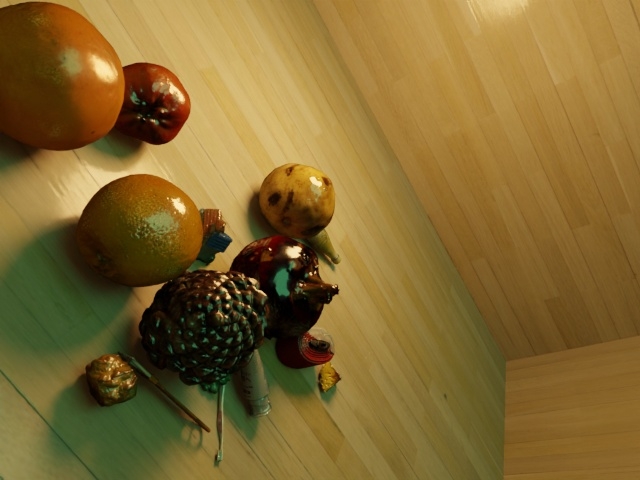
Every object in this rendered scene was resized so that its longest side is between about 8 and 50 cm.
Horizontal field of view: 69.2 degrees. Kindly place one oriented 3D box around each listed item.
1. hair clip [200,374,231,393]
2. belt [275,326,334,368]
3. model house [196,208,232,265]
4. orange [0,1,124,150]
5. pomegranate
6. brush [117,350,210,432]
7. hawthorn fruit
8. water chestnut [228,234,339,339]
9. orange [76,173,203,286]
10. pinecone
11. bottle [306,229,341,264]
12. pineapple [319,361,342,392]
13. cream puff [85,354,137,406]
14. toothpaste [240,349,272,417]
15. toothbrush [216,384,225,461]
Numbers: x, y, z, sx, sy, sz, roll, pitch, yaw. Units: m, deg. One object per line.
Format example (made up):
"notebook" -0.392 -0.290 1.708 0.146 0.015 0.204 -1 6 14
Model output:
"hair clip" -0.292 0.315 1.264 0.124 0.052 0.195 16 63 -30
"belt" -0.040 0.355 1.543 0.201 0.124 0.127 18 58 -51
"model house" -0.311 -0.026 1.347 0.119 0.149 0.148 30 49 -46
"orange" -0.582 -0.347 0.994 0.312 0.312 0.311 35 43 -42
"pomegranate" -0.085 -0.143 1.666 0.281 0.281 0.281 35 43 -42
"brush" -0.357 0.368 1.098 0.017 0.090 0.314 -50 122 -28
"hawthorn fruit" -0.475 -0.389 1.295 0.224 0.224 0.260 48 13 -29
"water chestnut" -0.094 0.139 1.401 0.335 0.347 0.334 32 53 -54
"orange" -0.413 -0.021 1.078 0.274 0.274 0.274 35 43 -42
"pinecone" -0.279 0.204 1.125 0.298 0.296 0.242 -33 116 -24
"bottle" 0.000 0.000 1.876 0.269 0.083 0.083 52 34 -32
"pineapple" 0.049 0.487 1.649 0.114 0.077 0.114 43 41 -56
"cream puff" -0.435 0.296 0.981 0.094 0.116 0.122 -20 115 -41
"toothpaste" -0.196 0.341 1.292 0.073 0.114 0.299 -15 100 -25
"toothbrush" -0.263 0.473 1.227 0.022 0.017 0.204 54 28 -58
